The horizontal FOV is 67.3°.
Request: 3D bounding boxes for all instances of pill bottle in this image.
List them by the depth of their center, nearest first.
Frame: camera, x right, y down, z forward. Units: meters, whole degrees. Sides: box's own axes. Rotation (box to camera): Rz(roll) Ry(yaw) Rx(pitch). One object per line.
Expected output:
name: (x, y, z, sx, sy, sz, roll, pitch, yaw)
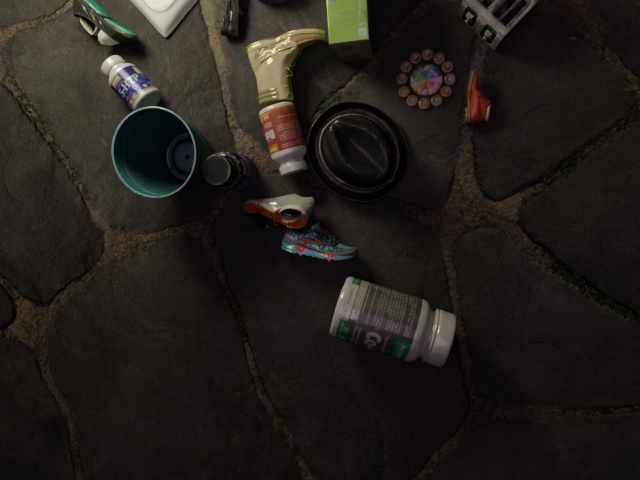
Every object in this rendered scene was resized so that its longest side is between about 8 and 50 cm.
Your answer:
pill bottle: (0.227, 0.260, 1.522, 0.361, 0.204, 0.204, 17, 99, 8)
pill bottle: (-0.294, -0.222, 1.545, 0.123, 0.219, 0.122, 1, 97, 9)
pill bottle: (-0.113, -0.325, 1.553, 0.121, 0.121, 0.216, -15, 93, 11)
pill bottle: (-0.643, -0.529, 1.625, 0.187, 0.112, 0.112, 45, 101, 2)

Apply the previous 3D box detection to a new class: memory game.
memory game: (0.331, -0.505, 1.512, 0.186, 0.012, 0.186, 1, 96, 9)

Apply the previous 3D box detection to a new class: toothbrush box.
toothbrush box: (0.089, -0.705, 1.432, 0.122, 0.206, 0.283, -2, 97, 10)

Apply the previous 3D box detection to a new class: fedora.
fedora: (0.119, -0.280, 1.485, 0.334, 0.152, 0.334, 0, 95, 0)

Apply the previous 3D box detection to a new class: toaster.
toaster: (0.524, -0.688, 1.409, 0.168, 0.110, 0.185, 45, 101, 1)

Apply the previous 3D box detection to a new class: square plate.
square plate: (-0.527, -0.924, 1.591, 0.344, 0.049, 0.347, -44, 89, 12)

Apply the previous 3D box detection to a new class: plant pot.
plant pot: (-0.478, -0.275, 1.553, 0.272, 0.255, 0.271, 1, 97, 9)

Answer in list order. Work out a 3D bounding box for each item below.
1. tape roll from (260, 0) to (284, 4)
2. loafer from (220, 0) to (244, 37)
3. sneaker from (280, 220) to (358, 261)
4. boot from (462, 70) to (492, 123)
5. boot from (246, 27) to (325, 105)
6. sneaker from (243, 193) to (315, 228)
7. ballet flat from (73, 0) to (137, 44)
tape roll: (-0.159, -0.858, 1.520, 0.189, 0.080, 0.189, 1, 96, 9)
loafer: (-0.278, -0.748, 1.570, 0.061, 0.062, 0.170, 14, 103, -14)
sneaker: (0.000, 0.000, 1.582, 0.262, 0.104, 0.125, 10, 96, 8)
boot: (0.483, -0.439, 1.475, 0.085, 0.059, 0.157, 0, 105, 7)
boot: (-0.095, -0.551, 1.537, 0.262, 0.095, 0.203, -10, 94, 12)
sneaker: (-0.133, -0.107, 1.605, 0.262, 0.121, 0.099, 9, 130, 28)
ballet flat: (-0.733, -0.726, 1.634, 0.280, 0.095, 0.096, 40, 111, 13)
